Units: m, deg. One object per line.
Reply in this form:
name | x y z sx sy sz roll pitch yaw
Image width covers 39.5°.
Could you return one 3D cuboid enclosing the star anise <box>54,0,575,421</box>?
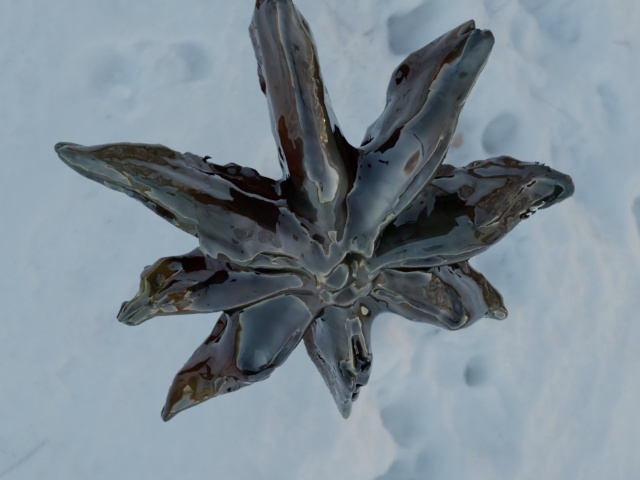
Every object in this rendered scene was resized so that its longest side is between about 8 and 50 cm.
star anise | -0.001 0.000 0.480 0.288 0.088 0.288 -11 125 -16
